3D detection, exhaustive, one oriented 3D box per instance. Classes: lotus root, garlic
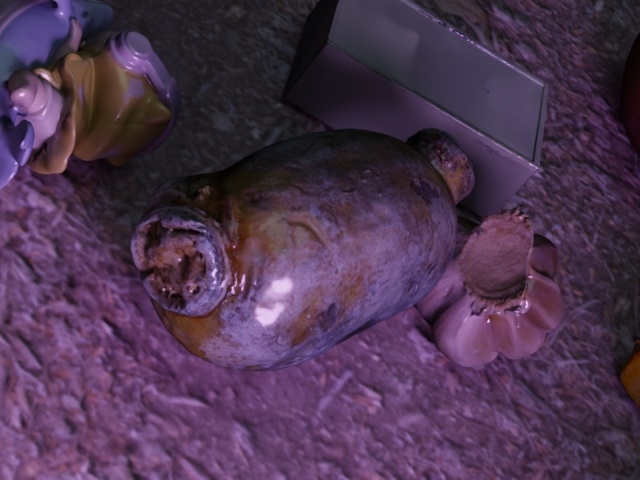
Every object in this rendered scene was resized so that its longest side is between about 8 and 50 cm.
[{"bbox_3d":[0.001,0.003,1.340,0.349,0.175,0.175,-19,67,-48],"label":"lotus root"},{"bbox_3d":[0.151,0.040,1.494,0.194,0.127,0.131,20,56,-64],"label":"garlic"}]

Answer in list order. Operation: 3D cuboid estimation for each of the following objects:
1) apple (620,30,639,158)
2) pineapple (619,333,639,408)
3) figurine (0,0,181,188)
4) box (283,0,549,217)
[{"bbox_3d":[0.451,-0.149,1.812,0.306,0.235,0.305,24,41,-23],"label":"apple"},{"bbox_3d":[0.374,0.154,1.581,0.236,0.114,0.186,12,47,-19],"label":"pineapple"},{"bbox_3d":[-0.198,-0.109,1.323,0.184,0.128,0.208,33,47,-15],"label":"figurine"},{"bbox_3d":[0.089,-0.134,1.613,0.225,0.086,0.129,30,40,-14],"label":"box"}]
